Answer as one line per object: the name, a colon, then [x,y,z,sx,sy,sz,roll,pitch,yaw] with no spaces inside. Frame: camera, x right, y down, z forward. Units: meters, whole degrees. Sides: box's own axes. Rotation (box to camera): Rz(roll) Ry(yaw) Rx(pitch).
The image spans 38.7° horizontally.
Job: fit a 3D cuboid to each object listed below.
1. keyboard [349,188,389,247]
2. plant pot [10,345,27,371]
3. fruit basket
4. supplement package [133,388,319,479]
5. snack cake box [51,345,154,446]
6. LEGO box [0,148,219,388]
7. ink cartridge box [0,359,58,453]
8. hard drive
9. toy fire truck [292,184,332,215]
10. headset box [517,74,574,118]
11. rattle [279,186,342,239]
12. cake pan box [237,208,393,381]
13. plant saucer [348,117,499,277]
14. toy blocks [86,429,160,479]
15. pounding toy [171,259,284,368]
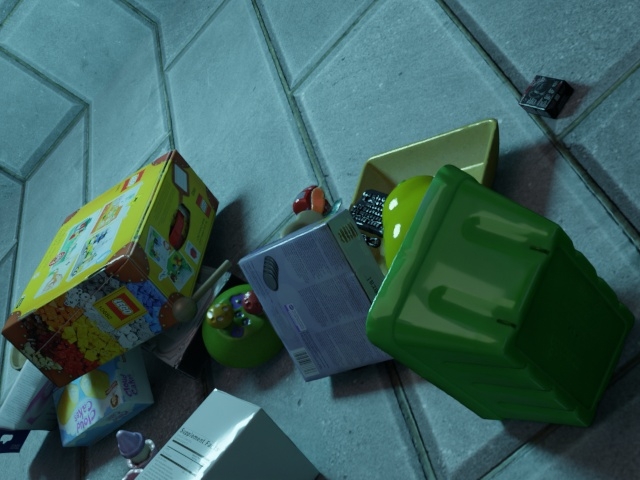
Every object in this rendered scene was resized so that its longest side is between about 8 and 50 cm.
keyboard: [0.103,-0.035,1.618,0.108,0.023,0.180,-59,30,-4]
plant pot: [-0.773,0.279,2.600,0.237,0.110,0.237,-34,38,32]
fruit basket: [0.192,0.060,1.228,0.392,0.392,0.282,9,69,56]
supplement package: [-0.182,0.425,1.519,0.293,0.177,0.175,-47,26,-22]
snack cake box: [-0.512,0.362,2.126,0.264,0.089,0.152,-37,59,33]
LEGO box: [-0.468,0.051,2.121,0.373,0.193,0.500,-29,26,20]
ink cartridge box: [-0.695,0.393,2.267,0.324,0.071,0.330,91,-156,-79]
hard drive: [-0.297,0.168,2.052,0.236,0.064,0.339,-60,23,-9]
toy fire truck: [0.000,0.000,1.769,0.047,0.192,0.135,-26,14,39]
headset box: [0.385,-0.248,1.570,0.062,0.032,0.083,-57,30,-2]
rattle: [-0.011,0.015,1.706,0.130,0.142,0.199,-8,35,4]
cake pan box: [0.011,0.105,1.549,0.246,0.266,0.070,-25,6,47]
plant saucer: [0.174,-0.026,1.609,0.333,0.081,0.332,-13,51,48]
toy blocks: [-0.417,0.525,1.679,0.289,0.260,0.309,-31,36,5]
pounding toy: [-0.176,0.134,1.805,0.237,0.110,0.183,35,71,27]
